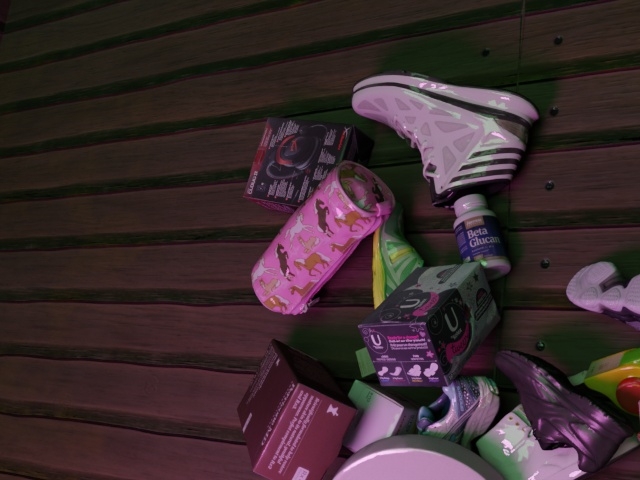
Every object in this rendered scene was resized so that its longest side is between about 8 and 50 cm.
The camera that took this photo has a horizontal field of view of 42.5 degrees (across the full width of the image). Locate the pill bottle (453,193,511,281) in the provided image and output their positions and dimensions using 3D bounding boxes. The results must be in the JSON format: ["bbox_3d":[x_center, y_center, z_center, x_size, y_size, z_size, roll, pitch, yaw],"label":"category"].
[{"bbox_3d":[0.329,-0.007,1.704,0.094,0.094,0.170,-24,62,25],"label":"pill bottle"}]

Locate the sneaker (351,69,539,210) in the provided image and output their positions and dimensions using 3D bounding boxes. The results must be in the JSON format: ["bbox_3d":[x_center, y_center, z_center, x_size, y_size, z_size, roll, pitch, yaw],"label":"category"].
[{"bbox_3d":[0.227,-0.214,1.798,0.447,0.169,0.258,15,81,34],"label":"sneaker"}]

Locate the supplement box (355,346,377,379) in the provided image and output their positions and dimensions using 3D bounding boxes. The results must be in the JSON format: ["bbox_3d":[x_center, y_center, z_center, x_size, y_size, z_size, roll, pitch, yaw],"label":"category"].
[{"bbox_3d":[0.131,0.255,1.783,0.098,0.036,0.062,-26,62,24],"label":"supplement box"}]

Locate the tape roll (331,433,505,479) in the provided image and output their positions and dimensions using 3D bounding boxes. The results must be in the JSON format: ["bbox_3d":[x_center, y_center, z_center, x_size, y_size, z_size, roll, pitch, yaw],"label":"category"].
[{"bbox_3d":[0.181,0.550,1.513,0.391,0.072,0.392,3,101,17],"label":"tape roll"}]

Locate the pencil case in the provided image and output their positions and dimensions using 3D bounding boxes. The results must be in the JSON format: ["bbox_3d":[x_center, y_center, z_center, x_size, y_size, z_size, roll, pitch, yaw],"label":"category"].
[{"bbox_3d":[0.000,0.000,1.815,0.386,0.167,0.160,-51,12,34],"label":"pencil case"}]

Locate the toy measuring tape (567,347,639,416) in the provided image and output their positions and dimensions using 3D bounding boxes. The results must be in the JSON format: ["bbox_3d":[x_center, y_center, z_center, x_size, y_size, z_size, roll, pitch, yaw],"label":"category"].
[{"bbox_3d":[0.523,0.275,1.486,0.330,0.121,0.122,-31,58,41],"label":"toy measuring tape"}]

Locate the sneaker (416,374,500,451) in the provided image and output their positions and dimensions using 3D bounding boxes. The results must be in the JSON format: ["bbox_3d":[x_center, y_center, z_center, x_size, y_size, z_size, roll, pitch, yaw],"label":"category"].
[{"bbox_3d":[0.229,0.373,1.583,0.110,0.122,0.283,-112,41,-69],"label":"sneaker"}]

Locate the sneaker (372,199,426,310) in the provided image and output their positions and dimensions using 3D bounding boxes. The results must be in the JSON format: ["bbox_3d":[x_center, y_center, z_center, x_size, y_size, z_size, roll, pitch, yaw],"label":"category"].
[{"bbox_3d":[0.174,0.053,1.801,0.123,0.109,0.296,-1,66,4],"label":"sneaker"}]

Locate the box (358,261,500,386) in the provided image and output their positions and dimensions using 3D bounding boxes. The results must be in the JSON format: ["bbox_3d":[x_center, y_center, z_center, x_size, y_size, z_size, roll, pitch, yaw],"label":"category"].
[{"bbox_3d":[0.217,0.158,1.599,0.163,0.247,0.142,-9,111,41],"label":"box"}]

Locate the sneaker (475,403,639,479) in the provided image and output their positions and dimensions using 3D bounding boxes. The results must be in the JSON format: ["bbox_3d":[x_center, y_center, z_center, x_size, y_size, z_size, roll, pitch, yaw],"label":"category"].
[{"bbox_3d":[0.420,0.365,1.507,0.292,0.108,0.169,-33,62,22],"label":"sneaker"}]

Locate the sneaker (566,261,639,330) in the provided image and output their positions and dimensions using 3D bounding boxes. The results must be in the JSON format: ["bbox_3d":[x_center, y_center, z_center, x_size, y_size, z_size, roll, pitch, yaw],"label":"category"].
[{"bbox_3d":[0.568,0.127,1.494,0.101,0.153,0.268,-50,17,-10],"label":"sneaker"}]

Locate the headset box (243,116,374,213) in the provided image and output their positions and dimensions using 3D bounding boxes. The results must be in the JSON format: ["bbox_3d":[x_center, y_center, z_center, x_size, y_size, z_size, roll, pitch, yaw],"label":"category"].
[{"bbox_3d":[-0.043,-0.176,2.003,0.293,0.110,0.218,11,80,36],"label":"headset box"}]

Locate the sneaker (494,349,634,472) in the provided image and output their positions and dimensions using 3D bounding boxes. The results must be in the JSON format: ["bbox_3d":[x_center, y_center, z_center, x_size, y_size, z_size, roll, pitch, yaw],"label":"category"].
[{"bbox_3d":[0.400,0.292,1.446,0.286,0.109,0.130,40,105,49],"label":"sneaker"}]

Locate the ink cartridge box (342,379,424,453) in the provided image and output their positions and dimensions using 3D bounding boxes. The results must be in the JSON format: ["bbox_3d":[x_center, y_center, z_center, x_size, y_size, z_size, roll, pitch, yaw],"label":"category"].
[{"bbox_3d":[0.131,0.373,1.655,0.127,0.176,0.128,24,88,37],"label":"ink cartridge box"}]

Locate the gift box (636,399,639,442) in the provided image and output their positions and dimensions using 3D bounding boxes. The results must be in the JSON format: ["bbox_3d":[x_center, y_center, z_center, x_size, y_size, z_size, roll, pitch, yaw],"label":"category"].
[{"bbox_3d":[0.675,0.297,1.272,0.276,0.258,0.255,-34,55,0],"label":"gift box"}]

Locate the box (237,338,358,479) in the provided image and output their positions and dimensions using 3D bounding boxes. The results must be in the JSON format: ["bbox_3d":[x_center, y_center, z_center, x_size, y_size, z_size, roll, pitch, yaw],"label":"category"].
[{"bbox_3d":[-0.060,0.350,1.688,0.191,0.143,0.381,-63,13,0],"label":"box"}]
